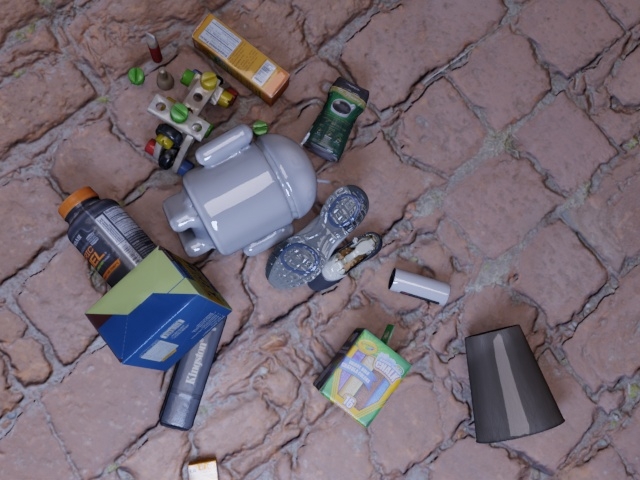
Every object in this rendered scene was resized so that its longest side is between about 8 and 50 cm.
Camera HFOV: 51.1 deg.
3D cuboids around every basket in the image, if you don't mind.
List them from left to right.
[{"bbox_3d":[0.415,0.312,1.492,0.204,0.154,0.227,-12,81,-9],"label":"basket"}]

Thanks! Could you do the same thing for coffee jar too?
[{"bbox_3d":[0.039,-0.282,1.551,0.096,0.079,0.185,27,81,0],"label":"coffee jar"}]

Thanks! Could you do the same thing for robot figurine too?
[{"bbox_3d":[-0.156,-0.102,1.439,0.353,0.200,0.300,-27,129,-8],"label":"robot figurine"}]

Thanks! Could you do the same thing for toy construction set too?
[{"bbox_3d":[-0.298,-0.310,1.433,0.257,0.237,0.309,-35,88,-10],"label":"toy construction set"}]

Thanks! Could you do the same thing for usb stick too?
[{"bbox_3d":[-0.277,0.274,1.459,0.077,0.045,0.278,18,81,-4],"label":"usb stick"}]

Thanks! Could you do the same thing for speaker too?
[{"bbox_3d":[0.226,0.106,1.538,0.136,0.055,0.055,17,81,-5],"label":"speaker"}]

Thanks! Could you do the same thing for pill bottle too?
[{"bbox_3d":[-0.447,0.001,1.430,0.130,0.130,0.246,-42,89,-10],"label":"pill bottle"}]

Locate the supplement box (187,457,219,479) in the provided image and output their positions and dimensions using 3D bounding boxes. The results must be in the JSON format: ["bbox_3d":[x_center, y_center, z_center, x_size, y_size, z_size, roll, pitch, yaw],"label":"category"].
[{"bbox_3d":[-0.248,0.523,1.436,0.062,0.036,0.099,-8,84,-7],"label":"supplement box"}]

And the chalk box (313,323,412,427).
[{"bbox_3d":[0.103,0.277,1.462,0.132,0.132,0.213,39,81,-1],"label":"chalk box"}]

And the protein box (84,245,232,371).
[{"bbox_3d":[-0.321,0.145,1.363,0.200,0.201,0.136,-42,72,-1],"label":"protein box"}]

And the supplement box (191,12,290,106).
[{"bbox_3d":[-0.183,-0.415,1.542,0.233,0.078,0.080,39,83,0],"label":"supplement box"}]

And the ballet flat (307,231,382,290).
[{"bbox_3d":[0.056,0.043,1.518,0.203,0.074,0.074,-33,88,-9],"label":"ballet flat"}]

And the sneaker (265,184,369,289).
[{"bbox_3d":[0.000,0.000,1.498,0.297,0.129,0.111,-42,87,9],"label":"sneaker"}]
